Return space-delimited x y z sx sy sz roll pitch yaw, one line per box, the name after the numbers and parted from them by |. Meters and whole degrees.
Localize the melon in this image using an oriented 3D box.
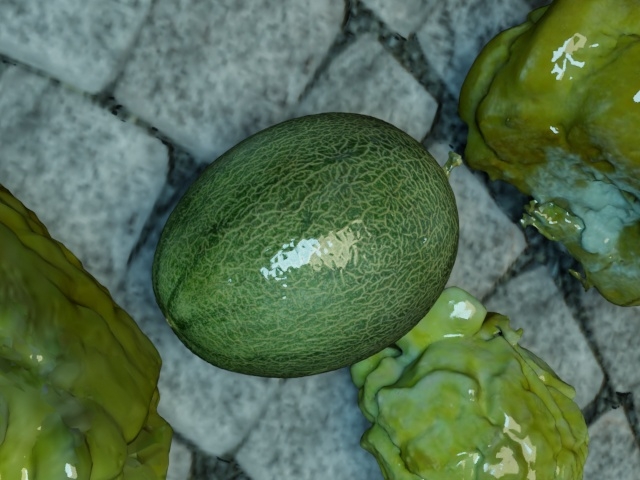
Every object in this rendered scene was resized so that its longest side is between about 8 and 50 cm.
0.000 0.000 0.831 0.192 0.139 0.139 -29 106 -17 | melon

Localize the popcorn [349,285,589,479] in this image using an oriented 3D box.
0.094 0.111 0.891 0.141 0.135 0.162 9 93 -19 | popcorn

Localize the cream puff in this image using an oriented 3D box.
0.207 -0.079 0.911 0.221 0.194 0.195 45 75 -27 | cream puff

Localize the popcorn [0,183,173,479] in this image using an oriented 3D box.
-0.195 0.087 0.716 0.249 0.249 0.225 38 108 -24 | popcorn
